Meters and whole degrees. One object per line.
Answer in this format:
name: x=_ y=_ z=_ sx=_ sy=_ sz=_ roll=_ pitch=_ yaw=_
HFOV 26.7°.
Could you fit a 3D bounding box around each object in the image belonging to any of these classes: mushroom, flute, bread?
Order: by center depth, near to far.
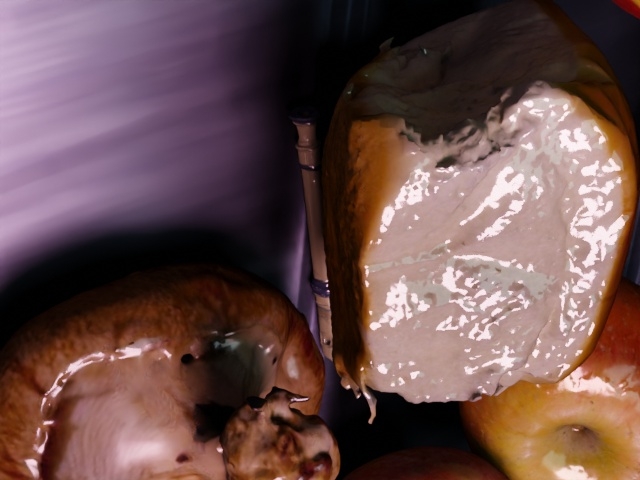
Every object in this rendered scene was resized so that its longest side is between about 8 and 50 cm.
mushroom: x=-0.116 y=0.147 z=0.979 sx=0.267 sy=0.254 sz=0.267 roll=-3 pitch=123 yaw=-4
bread: x=0.112 y=-0.040 z=0.988 sx=0.225 sy=0.279 sz=0.250 roll=-1 pitch=121 yaw=-3
flute: x=0.000 y=0.000 z=1.083 sx=0.027 sy=0.027 sz=0.233 roll=-23 pitch=125 yaw=-24

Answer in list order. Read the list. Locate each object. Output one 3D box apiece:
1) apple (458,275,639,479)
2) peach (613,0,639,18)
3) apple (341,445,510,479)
apple: x=0.225 y=0.129 z=1.203 sx=0.210 sy=0.173 sz=0.234 roll=13 pitch=126 yaw=-2
peach: x=0.279 y=-0.352 z=0.954 sx=0.306 sy=0.242 sz=0.380 roll=-5 pitch=133 yaw=-10
apple: x=0.088 y=0.269 z=1.145 sx=0.188 sy=0.174 sz=0.188 roll=13 pitch=69 yaw=-39
